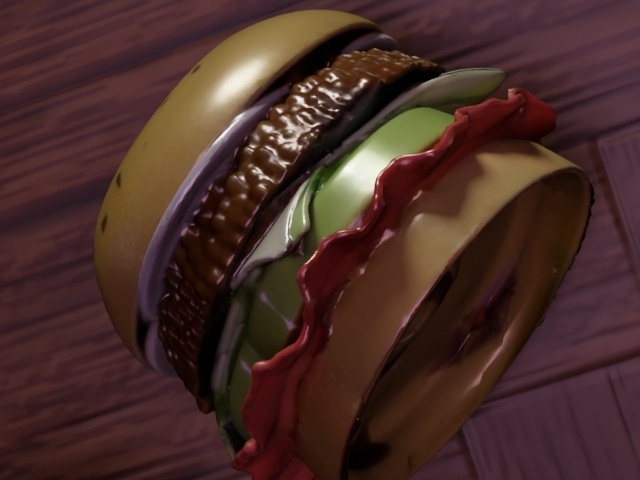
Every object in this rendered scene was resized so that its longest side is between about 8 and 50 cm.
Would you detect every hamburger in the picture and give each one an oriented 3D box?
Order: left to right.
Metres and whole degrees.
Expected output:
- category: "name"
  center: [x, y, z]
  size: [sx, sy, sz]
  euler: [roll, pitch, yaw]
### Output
- category: "hamburger"
  center: [0.000, -0.002, 0.689]
  size: [0.137, 0.175, 0.175]
  euler: [35, 103, 18]
